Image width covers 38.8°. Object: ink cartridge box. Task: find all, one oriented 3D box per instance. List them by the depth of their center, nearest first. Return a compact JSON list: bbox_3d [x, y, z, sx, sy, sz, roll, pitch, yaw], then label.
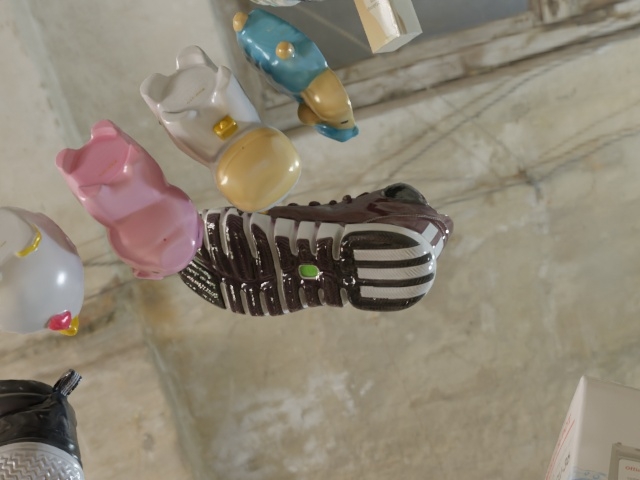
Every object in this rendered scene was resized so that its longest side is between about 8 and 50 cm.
[{"bbox_3d":[0.146,0.153,0.458,0.067,0.115,0.198,13,-133,12],"label":"ink cartridge box"}]

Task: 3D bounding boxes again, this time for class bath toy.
[{"bbox_3d":[-0.134,-0.035,0.763,0.348,0.129,0.151,-37,-126,-5],"label":"bath toy"}]

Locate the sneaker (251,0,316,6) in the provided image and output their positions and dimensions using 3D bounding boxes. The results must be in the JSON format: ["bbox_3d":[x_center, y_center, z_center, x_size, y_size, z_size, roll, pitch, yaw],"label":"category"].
[{"bbox_3d":[-0.004,-0.344,0.777,0.122,0.283,0.110,12,-153,29],"label":"sneaker"}]

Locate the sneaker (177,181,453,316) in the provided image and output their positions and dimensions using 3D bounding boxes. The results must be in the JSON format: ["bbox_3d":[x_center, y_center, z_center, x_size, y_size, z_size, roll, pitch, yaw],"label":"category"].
[{"bbox_3d":[0.000,0.000,0.895,0.281,0.106,0.162,6,-155,27],"label":"sneaker"}]

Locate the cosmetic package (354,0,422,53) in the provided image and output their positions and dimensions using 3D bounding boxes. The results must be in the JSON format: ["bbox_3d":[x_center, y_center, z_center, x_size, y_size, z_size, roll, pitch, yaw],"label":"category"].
[{"bbox_3d":[0.078,-0.301,1.146,0.041,0.115,0.060,-16,174,-39],"label":"cosmetic package"}]

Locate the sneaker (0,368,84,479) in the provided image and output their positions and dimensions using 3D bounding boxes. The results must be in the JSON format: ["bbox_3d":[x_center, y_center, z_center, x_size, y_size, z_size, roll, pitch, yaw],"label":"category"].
[{"bbox_3d":[-0.290,0.218,0.775,0.268,0.101,0.153,-39,-153,20],"label":"sneaker"}]
